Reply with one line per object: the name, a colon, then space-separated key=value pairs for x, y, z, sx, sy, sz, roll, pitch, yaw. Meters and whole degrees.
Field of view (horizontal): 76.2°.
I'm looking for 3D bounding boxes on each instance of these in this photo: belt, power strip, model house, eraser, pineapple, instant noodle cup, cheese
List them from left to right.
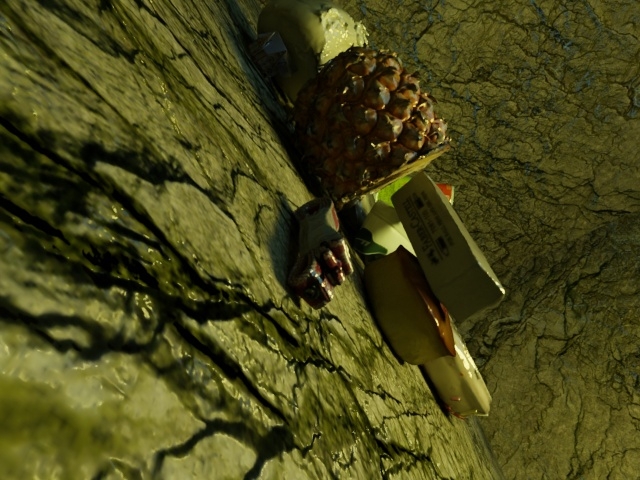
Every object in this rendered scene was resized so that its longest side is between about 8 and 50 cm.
model house: x=-0.121 y=-0.456 z=1.029 sx=0.167 sy=0.088 sz=0.117 roll=46 pitch=19 yaw=-57
cheese: x=-0.077 y=-0.358 z=1.156 sx=0.044 sy=0.030 sz=0.083 roll=24 pitch=39 yaw=-39
belt: x=0.000 y=0.000 z=0.524 sx=0.232 sy=0.071 sz=0.053 roll=-93 pitch=160 yaw=-65
power strip: x=0.108 y=-0.104 z=1.230 sx=0.251 sy=0.092 sz=0.257 roll=47 pitch=31 yaw=-59
pineapple: x=0.096 y=-0.251 z=0.925 sx=0.300 sy=0.352 sz=0.352 roll=56 pitch=10 yaw=4
instant noodle cup: x=0.344 y=-0.138 z=1.598 sx=0.294 sy=0.308 sz=0.294 roll=8 pitch=90 yaw=-82
eraser: x=0.259 y=-0.002 z=0.883 sx=0.077 sy=0.111 sz=0.352 roll=32 pitch=31 yaw=-37

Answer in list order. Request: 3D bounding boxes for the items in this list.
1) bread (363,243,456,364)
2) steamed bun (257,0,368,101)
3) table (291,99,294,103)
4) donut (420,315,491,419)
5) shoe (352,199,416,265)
bread: x=0.207 y=0.146 z=0.923 sx=0.270 sy=0.148 sz=0.270 roll=56 pitch=16 yaw=-25
steamed bun: x=-0.015 y=-0.553 z=1.177 sx=0.312 sy=0.233 sz=0.334 roll=42 pitch=-16 yaw=23
table: x=-0.068 y=-0.507 z=1.411 sx=0.079 sy=0.083 sz=0.062 roll=59 pitch=10 yaw=-12
donut: x=0.382 y=0.354 z=1.255 sx=0.383 sy=0.142 sz=0.382 roll=59 pitch=12 yaw=-21
shoe: x=0.214 y=0.035 z=1.151 sx=0.132 sy=0.160 sz=0.363 roll=40 pitch=2 yaw=41
